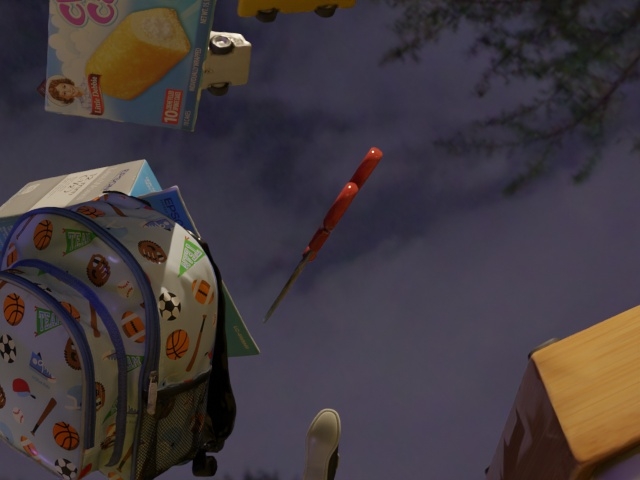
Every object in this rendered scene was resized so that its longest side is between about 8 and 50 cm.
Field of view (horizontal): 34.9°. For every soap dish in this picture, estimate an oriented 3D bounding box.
[{"bbox_3d":[0.233,0.140,0.713,0.228,0.118,0.291,-22,-30,-13],"label":"soap dish"}]

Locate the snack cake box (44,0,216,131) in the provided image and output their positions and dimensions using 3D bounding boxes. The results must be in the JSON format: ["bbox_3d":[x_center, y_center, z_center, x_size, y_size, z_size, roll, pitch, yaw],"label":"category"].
[{"bbox_3d":[-0.176,-0.238,0.955,0.152,0.089,0.264,5,-45,-12],"label":"snack cake box"}]

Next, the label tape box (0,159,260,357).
[{"bbox_3d":[-0.242,0.031,1.336,0.115,0.347,0.249,-54,-53,-46],"label":"label tape box"}]

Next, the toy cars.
[{"bbox_3d":[-0.123,-0.337,1.533,0.393,0.087,0.176,-33,-36,16],"label":"toy cars"}]

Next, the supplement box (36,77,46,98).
[{"bbox_3d":[-0.271,-0.190,1.142,0.043,0.055,0.083,43,-58,-12],"label":"supplement box"}]

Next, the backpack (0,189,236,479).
[{"bbox_3d":[-0.227,0.090,1.015,0.213,0.276,0.264,-13,-59,-60],"label":"backpack"}]

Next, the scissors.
[{"bbox_3d":[0.000,0.000,1.197,0.109,0.021,0.297,-59,0,-37],"label":"scissors"}]

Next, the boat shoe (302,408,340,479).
[{"bbox_3d":[0.005,0.289,1.361,0.046,0.125,0.038,4,-11,20],"label":"boat shoe"}]
